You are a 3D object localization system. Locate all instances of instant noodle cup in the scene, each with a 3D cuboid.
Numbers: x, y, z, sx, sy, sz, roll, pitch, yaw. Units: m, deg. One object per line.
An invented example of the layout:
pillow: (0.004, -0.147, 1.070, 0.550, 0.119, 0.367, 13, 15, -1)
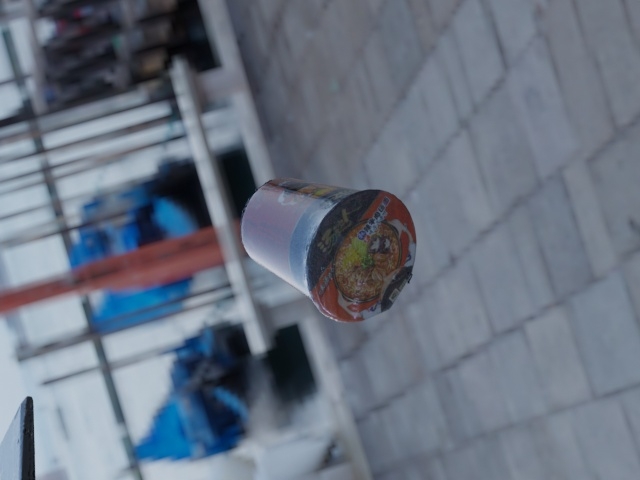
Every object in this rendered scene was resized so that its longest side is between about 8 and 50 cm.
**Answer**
instant noodle cup: (0.000, -0.002, 1.725, 0.135, 0.127, 0.127, 23, 132, 50)

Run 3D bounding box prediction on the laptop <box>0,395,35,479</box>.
laptop: (-0.296, 0.246, 1.704, 0.197, 0.016, 0.135, -58, 28, 37)
